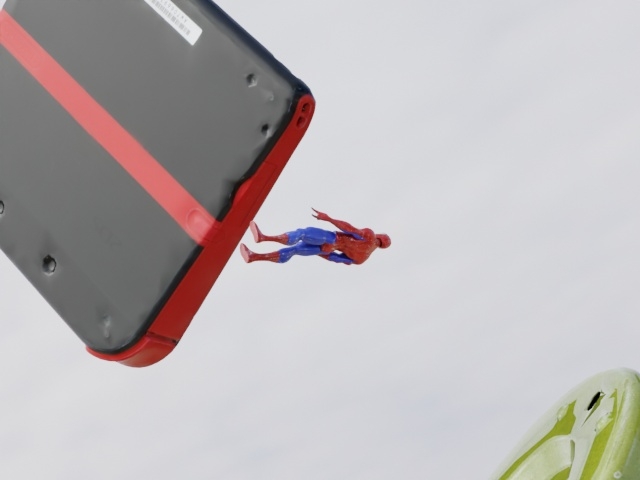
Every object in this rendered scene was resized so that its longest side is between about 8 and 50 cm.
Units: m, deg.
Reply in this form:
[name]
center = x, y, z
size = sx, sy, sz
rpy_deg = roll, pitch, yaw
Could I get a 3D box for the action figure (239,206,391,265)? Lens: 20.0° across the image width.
[action figure]
center = 0.000, 0.000, 1.309
size = 0.115, 0.030, 0.038
rpy_deg = 3, -50, -26

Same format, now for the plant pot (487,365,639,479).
[plant pot]
center = 0.243, 0.263, 1.033
size = 0.366, 0.353, 0.366
rpy_deg = -56, 4, 6

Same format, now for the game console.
[game console]
center = -0.205, -0.105, 1.760
size = 0.060, 0.386, 0.342
rpy_deg = 10, -62, -56
